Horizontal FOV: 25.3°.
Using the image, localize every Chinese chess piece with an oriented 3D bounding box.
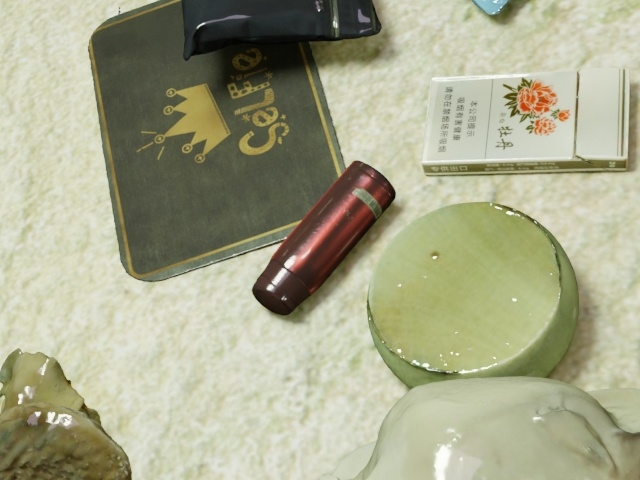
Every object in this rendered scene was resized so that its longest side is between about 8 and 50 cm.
[{"bbox_3d":[0.135,0.056,1.268,0.188,0.083,0.188,-9,58,14],"label":"Chinese chess piece"}]

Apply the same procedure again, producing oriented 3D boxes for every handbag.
[{"bbox_3d":[-0.052,-0.291,1.520,0.211,0.088,0.254,-8,49,-2],"label":"handbag"}]

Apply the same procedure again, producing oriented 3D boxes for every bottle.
[{"bbox_3d":[0.000,0.000,1.356,0.060,0.060,0.164,31,71,30],"label":"bottle"}]

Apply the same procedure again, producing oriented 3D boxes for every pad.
[{"bbox_3d":[-0.092,-0.159,1.482,0.315,0.063,0.375,-18,55,4],"label":"pad"}]

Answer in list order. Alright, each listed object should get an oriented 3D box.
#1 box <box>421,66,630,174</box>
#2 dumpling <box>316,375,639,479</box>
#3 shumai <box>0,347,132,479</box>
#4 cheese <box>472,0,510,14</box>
[{"bbox_3d":[0.200,-0.116,1.389,0.198,0.029,0.109,-1,58,16],"label":"box"},{"bbox_3d":[0.121,0.204,1.144,0.318,0.187,0.243,-14,6,-33],"label":"dumpling"},{"bbox_3d":[-0.249,0.196,1.264,0.209,0.161,0.153,-41,18,25],"label":"shumai"},{"bbox_3d":[0.244,-0.332,1.503,0.245,0.052,0.135,-34,53,-6],"label":"cheese"}]
